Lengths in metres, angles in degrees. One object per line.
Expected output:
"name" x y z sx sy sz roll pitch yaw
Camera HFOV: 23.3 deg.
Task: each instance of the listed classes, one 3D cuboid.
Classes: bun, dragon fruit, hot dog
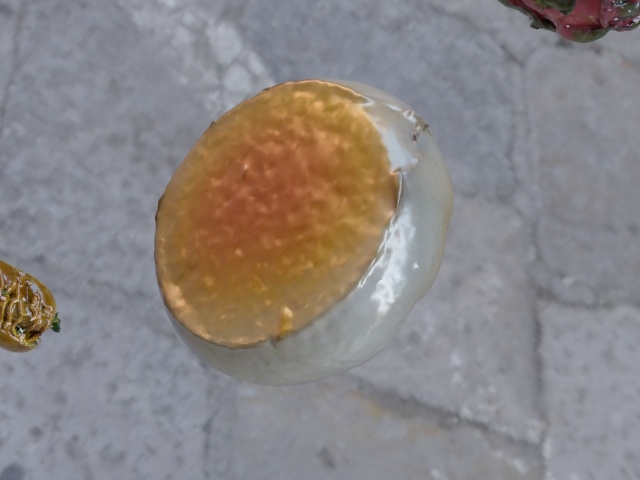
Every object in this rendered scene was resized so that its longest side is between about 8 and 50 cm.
"bun" 0.000 0.000 1.420 0.165 0.299 0.299 36 36 -49
"dragon fruit" 0.244 -0.278 1.488 0.160 0.172 0.167 -64 145 -59
"hot dog" -0.318 0.042 1.409 0.188 0.055 0.072 30 82 -15
